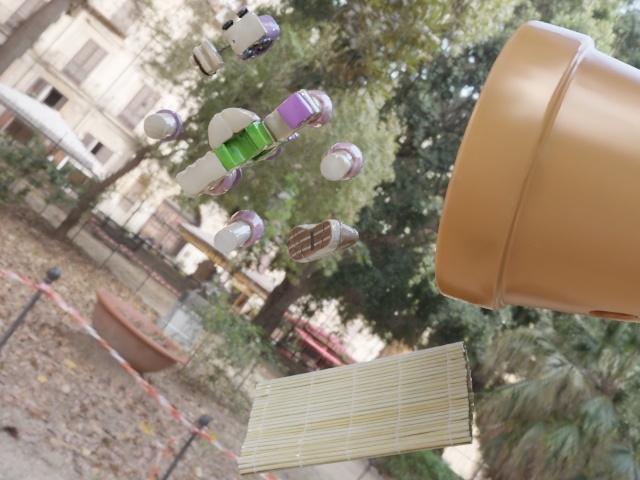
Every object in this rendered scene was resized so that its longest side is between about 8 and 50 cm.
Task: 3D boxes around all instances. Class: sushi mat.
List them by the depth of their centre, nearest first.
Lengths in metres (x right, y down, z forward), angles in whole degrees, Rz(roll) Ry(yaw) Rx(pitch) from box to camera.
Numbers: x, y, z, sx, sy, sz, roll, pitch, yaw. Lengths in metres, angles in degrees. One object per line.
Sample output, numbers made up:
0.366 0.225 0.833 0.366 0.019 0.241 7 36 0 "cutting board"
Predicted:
0.045 0.222 0.870 0.316 0.151 0.019 -15 -54 18 "sushi mat"

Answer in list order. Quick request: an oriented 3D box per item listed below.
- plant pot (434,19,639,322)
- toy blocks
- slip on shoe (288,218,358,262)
0.261 -0.047 0.640 0.203 0.291 0.291 21 -16 24 "plant pot"
-0.107 -0.185 1.151 0.309 0.288 0.260 56 16 -4 "toy blocks"
0.000 0.000 0.849 0.041 0.052 0.135 5 -14 -28 "slip on shoe"
